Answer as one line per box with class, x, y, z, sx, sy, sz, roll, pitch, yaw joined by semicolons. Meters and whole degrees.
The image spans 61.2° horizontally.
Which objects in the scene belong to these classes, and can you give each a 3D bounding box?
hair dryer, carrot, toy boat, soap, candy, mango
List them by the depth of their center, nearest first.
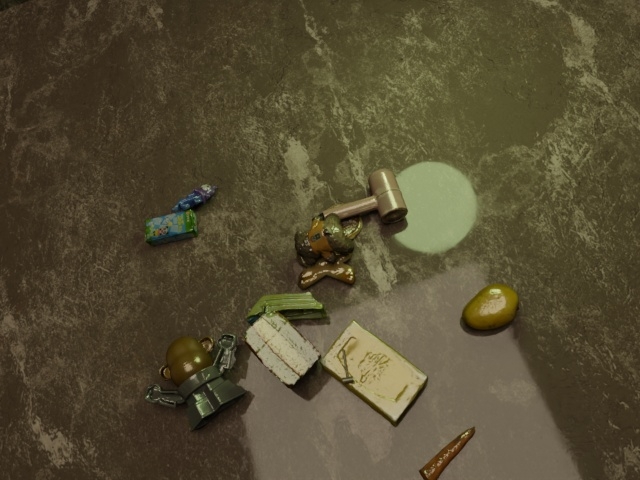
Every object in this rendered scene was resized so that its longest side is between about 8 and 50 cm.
carrot;0.394;0.643;1.640;0.224;0.057;0.057;-39;66;-12
soap;0.173;0.424;1.754;0.315;0.091;0.199;36;78;22
mango;0.556;0.221;1.774;0.195;0.098;0.137;-23;67;7
toy boat;-0.120;0.233;1.876;0.276;0.111;0.084;-9;60;10
hair dryer;0.130;-0.135;1.988;0.344;0.107;0.189;-16;64;-1
candy;-0.581;-0.048;2.107;0.194;0.062;0.097;-12;64;5

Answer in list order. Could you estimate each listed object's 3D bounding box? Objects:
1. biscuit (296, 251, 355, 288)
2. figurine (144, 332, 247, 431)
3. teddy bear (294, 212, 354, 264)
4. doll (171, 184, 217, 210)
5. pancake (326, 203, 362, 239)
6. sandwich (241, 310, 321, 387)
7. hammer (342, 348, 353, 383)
biscuit;0.018;0.091;1.950;0.207;0.047;0.164;-7;66;7
figurine;-0.411;0.450;1.801;0.342;0.167;0.285;-30;72;-27
teddy bear;0.000;0.000;1.900;0.190;0.140;0.177;-28;79;19
doll;-0.492;-0.167;2.128;0.206;0.067;0.110;-34;36;-26
pancake;0.081;-0.070;2.021;0.158;0.028;0.158;-3;67;6
sandwich;-0.126;0.355;1.772;0.155;0.198;0.227;-43;80;-12
hammer;0.081;0.400;1.726;0.035;0.019;0.110;-11;60;5
